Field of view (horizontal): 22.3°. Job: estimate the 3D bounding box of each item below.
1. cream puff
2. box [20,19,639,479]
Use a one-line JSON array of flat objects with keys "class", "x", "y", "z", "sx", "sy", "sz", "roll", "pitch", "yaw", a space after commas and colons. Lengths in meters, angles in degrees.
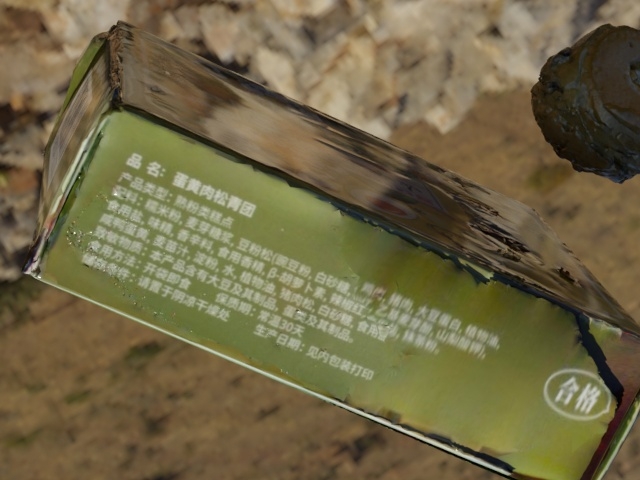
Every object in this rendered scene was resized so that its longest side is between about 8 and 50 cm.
[{"class": "cream puff", "x": 0.221, "y": -0.099, "z": 1.223, "sx": 0.133, "sy": 0.119, "sz": 0.104, "roll": -10, "pitch": 156, "yaw": -20}, {"class": "box", "x": 0.000, "y": 0.000, "z": 1.203, "sx": 0.138, "sy": 0.420, "sz": 0.373, "roll": -64, "pitch": -168, "yaw": 10}]
